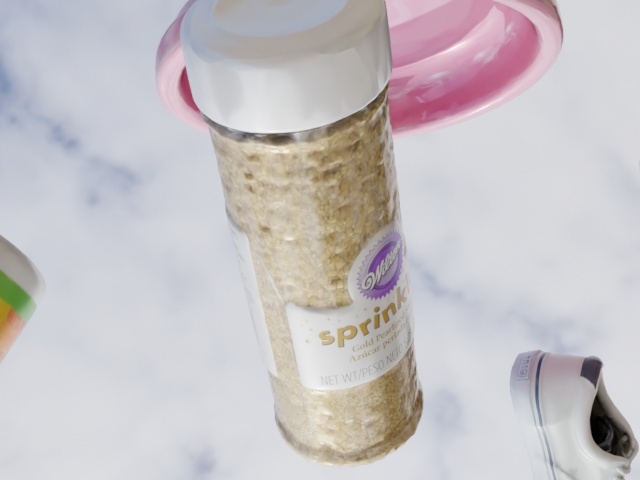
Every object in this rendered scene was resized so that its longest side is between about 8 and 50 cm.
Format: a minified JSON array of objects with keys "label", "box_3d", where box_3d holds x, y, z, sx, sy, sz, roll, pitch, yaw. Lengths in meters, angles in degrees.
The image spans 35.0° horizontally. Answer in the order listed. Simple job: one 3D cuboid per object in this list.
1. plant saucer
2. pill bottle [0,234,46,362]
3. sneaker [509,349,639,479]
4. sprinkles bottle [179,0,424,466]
[{"label":"plant saucer","box_3d":[0.028,-0.168,0.840,0.332,0.332,0.084,5,-108,-38]},{"label":"pill bottle","box_3d":[-0.272,0.089,0.548,0.136,0.136,0.246,36,-110,-17]},{"label":"sneaker","box_3d":[0.258,0.214,0.977,0.094,0.091,0.258,-57,-47,-40]},{"label":"sprinkles bottle","box_3d":[0.000,0.000,0.688,0.121,0.121,0.355,-61,-29,-43]}]
